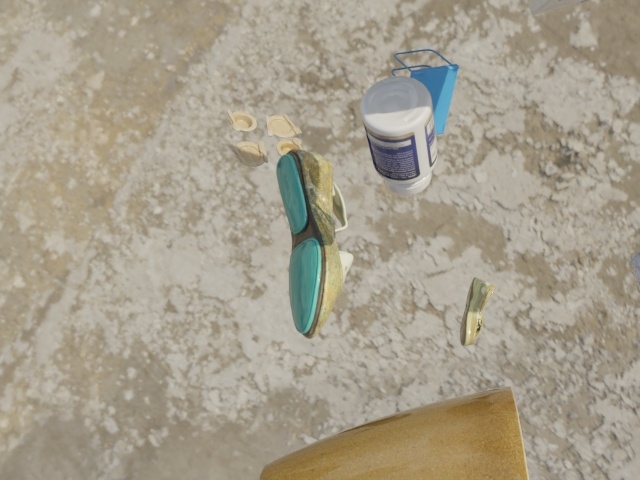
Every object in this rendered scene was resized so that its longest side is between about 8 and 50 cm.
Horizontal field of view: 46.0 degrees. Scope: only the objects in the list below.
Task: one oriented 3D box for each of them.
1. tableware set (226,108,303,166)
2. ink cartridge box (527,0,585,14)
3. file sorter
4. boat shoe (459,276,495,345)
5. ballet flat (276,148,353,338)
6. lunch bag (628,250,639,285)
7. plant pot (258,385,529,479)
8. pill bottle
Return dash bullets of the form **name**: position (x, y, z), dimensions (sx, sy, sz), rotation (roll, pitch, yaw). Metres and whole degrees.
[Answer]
- **tableware set**: position (-0.107, -0.203, 1.488), dimensions (0.141, 0.168, 0.020), rotation (67, 148, 32)
- **ink cartridge box**: position (0.429, -0.483, 1.162), dimensions (0.171, 0.232, 0.168), rotation (-17, 91, -14)
- **file sorter**: position (0.217, -0.329, 1.687), dimensions (0.118, 0.170, 0.104), rotation (-14, 44, -24)
- **boat shoe**: position (0.290, 0.133, 1.388), dimensions (0.048, 0.056, 0.153), rotation (17, 44, 6)
- **ballet flat**: position (0.000, 0.000, 1.345), dimensions (0.123, 0.123, 0.349), rotation (-15, 70, 21)
- **lunch bag**: position (0.525, 0.047, 1.176), dimensions (0.053, 0.083, 0.071), rotation (-6, 57, -20)
- **plant pot**: position (0.072, 0.269, 0.738), dimensions (0.254, 0.237, 0.237), rotation (-5, 65, 10)
- **pill bottle**: position (0.112, -0.136, 1.036), dimensions (0.094, 0.169, 0.094), rotation (-6, 59, 10)
